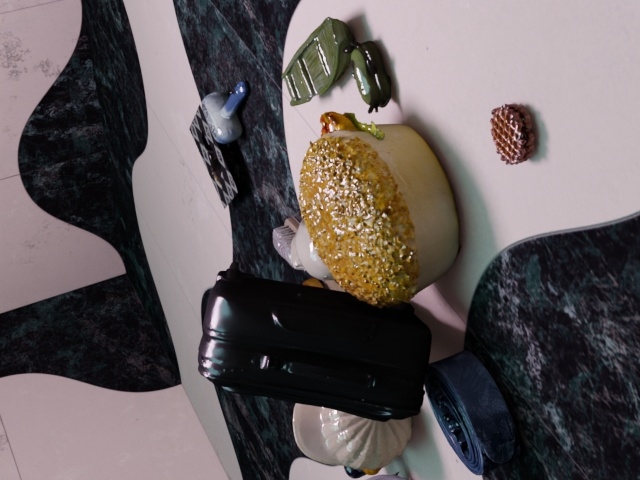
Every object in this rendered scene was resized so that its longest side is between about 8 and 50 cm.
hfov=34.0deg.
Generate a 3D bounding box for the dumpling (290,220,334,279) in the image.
[{"bbox_3d":[0.000,0.000,1.946,0.176,0.092,0.150,170,96,-76],"label":"dumpling"}]

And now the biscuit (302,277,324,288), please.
[{"bbox_3d":[0.020,0.169,2.104,0.236,0.039,0.180,-128,25,-45],"label":"biscuit"}]

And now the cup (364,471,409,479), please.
[{"bbox_3d":[0.103,0.555,1.999,0.221,0.167,0.202,21,131,25],"label":"cup"}]

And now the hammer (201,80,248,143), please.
[{"bbox_3d":[-0.195,-0.293,2.258,0.194,0.069,0.116,-43,66,60],"label":"hammer"}]

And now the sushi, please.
[{"bbox_3d":[-0.233,-0.200,2.460,0.220,0.047,0.231,66,165,2],"label":"sushi"}]

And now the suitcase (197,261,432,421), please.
[{"bbox_3d":[-0.011,0.155,1.623,0.339,0.345,0.188,-145,66,-85],"label":"suitcase"}]

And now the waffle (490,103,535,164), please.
[{"bbox_3d":[0.231,-0.130,1.270,0.083,0.029,0.075,176,79,-73],"label":"waffle"}]

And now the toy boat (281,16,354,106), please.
[{"bbox_3d":[0.002,-0.294,1.712,0.293,0.055,0.093,147,105,-71],"label":"toy boat"}]

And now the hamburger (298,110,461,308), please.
[{"bbox_3d":[0.074,-0.041,1.553,0.294,0.179,0.276,60,157,31],"label":"hamburger"}]

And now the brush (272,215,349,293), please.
[{"bbox_3d":[-0.015,0.053,2.065,0.327,0.065,0.070,46,146,49],"label":"brush"}]

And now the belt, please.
[{"bbox_3d":[0.223,0.260,1.563,0.141,0.082,0.190,92,155,-56],"label":"belt"}]

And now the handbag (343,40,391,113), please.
[{"bbox_3d":[0.075,-0.247,1.566,0.072,0.047,0.111,151,103,-71],"label":"handbag"}]

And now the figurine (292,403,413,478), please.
[{"bbox_3d":[0.085,0.347,1.955,0.185,0.204,0.332,63,-173,20],"label":"figurine"}]
